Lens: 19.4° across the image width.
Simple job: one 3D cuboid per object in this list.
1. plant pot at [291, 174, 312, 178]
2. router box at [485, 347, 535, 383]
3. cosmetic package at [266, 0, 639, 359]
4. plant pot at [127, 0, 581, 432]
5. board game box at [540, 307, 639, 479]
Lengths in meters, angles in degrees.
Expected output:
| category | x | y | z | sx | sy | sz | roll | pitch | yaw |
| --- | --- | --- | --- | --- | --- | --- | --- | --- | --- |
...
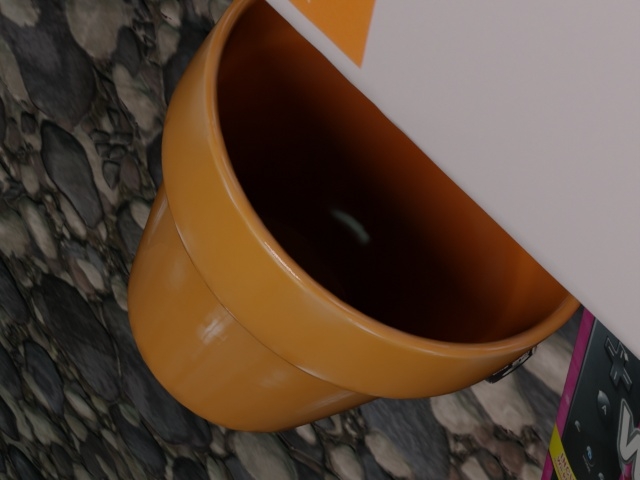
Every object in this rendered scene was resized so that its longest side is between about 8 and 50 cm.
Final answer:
| category | x | y | z | sx | sy | sz | roll | pitch | yaw |
| --- | --- | --- | --- | --- | --- | --- | --- | --- | --- |
| plant pot | -0.006 | -0.087 | 1.002 | 0.083 | 0.083 | 0.079 | 32 | 131 | 38 |
| router box | 0.062 | 0.010 | 1.026 | 0.122 | 0.038 | 0.092 | 34 | 146 | 36 |
| cosmetic package | 0.139 | -0.093 | 0.557 | 0.453 | 0.161 | 0.230 | 45 | 150 | 20 |
| plant pot | 0.000 | 0.000 | 0.898 | 0.205 | 0.205 | 0.188 | 53 | 140 | 7 |
| board game box | 0.184 | 0.146 | 0.826 | 0.303 | 0.097 | 0.224 | 96 | 159 | -49 |
